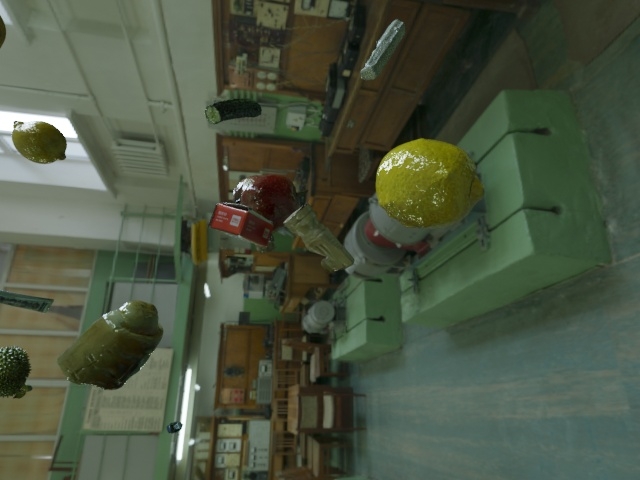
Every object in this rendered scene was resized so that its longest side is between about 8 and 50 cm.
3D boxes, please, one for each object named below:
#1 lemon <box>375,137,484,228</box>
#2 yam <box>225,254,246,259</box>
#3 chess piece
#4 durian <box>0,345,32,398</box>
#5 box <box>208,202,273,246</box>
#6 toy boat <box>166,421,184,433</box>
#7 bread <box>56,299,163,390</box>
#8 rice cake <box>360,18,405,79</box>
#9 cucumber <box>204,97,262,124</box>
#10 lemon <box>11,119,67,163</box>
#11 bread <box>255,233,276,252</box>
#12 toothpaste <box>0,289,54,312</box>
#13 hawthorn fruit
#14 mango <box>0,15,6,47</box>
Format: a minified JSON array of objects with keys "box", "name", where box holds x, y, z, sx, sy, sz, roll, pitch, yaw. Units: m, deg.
[{"box":[0.273,-0.144,1.106,0.233,0.288,0.233,-34,-48,-48],"name":"lemon"},{"box":[-0.406,0.082,2.070,0.014,0.107,0.014,-23,63,58],"name":"yam"},{"box":[0.000,0.000,1.651,0.137,0.301,0.137,-42,8,7],"name":"chess piece"},{"box":[-1.178,0.492,1.601,0.146,0.159,0.198,111,149,-66],"name":"durian"},{"box":[-0.261,-0.055,1.449,0.182,0.133,0.099,30,-105,-63],"name":"box"},{"box":[-0.479,0.619,1.430,0.083,0.038,0.038,47,-136,-72],"name":"toy boat"},{"box":[-0.723,0.389,1.591,0.341,0.210,0.300,-46,-15,-13],"name":"bread"},{"box":[0.193,-0.584,1.317,0.057,0.052,0.256,-1,51,48],"name":"rice cake"},{"box":[-0.230,-0.347,1.143,0.187,0.058,0.058,-36,-39,-56],"name":"cucumber"},{"box":[-1.223,-0.431,1.878,0.187,0.244,0.187,-53,13,17],"name":"lemon"},{"box":[-0.229,0.009,1.762,0.113,0.082,0.060,-120,7,-64],"name":"bread"},{"box":[-1.026,0.195,1.436,0.062,0.239,0.039,-55,46,7],"name":"toothpaste"},{"box":[-0.223,-0.179,1.985,0.284,0.369,0.284,55,159,33],"name":"hawthorn fruit"},{"box":[-0.975,-0.559,1.163,0.109,0.227,0.147,43,156,58],"name":"mango"}]
